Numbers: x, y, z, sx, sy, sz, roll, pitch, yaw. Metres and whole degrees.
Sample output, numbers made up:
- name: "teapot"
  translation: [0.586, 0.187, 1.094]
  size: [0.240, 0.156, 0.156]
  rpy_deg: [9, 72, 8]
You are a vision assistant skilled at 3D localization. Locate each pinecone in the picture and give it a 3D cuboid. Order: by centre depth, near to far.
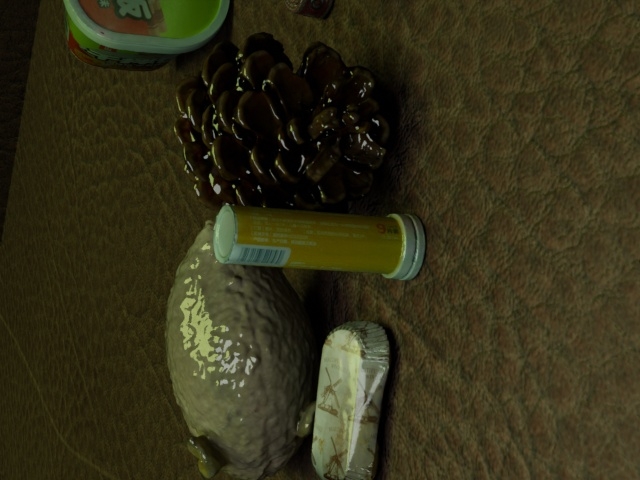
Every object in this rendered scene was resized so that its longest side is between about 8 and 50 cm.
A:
- name: "pinecone"
  translation: [-0.040, -0.111, 1.379]
  size: [0.257, 0.243, 0.244]
  rpy_deg: [30, 116, 41]

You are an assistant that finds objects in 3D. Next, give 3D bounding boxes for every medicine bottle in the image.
- name: "medicine bottle"
  translation: [0.000, 0.000, 1.271]
  size: [0.074, 0.218, 0.074]
  rpy_deg: [-176, 90, -65]

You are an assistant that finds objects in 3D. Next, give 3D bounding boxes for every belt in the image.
- name: "belt"
  translation: [-0.042, -0.361, 1.627]
  size: [0.232, 0.053, 0.071]
  rpy_deg: [51, 128, 54]

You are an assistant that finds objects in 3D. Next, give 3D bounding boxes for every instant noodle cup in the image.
- name: "instant noodle cup"
  translation: [-0.309, -0.413, 2.008]
  size: [0.308, 0.293, 0.294]
  rpy_deg: [164, 108, -72]

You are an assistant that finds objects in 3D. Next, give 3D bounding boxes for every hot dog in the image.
- name: "hot dog"
  translation: [0.035, 0.184, 1.363]
  size: [0.108, 0.059, 0.191]
  rpy_deg: [12, 94, 52]

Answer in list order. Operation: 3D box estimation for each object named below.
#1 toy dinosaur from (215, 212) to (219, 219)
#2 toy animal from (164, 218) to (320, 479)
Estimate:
- name: "toy dinosaur"
  translation: [-0.084, -0.048, 1.652]
  size: [0.294, 0.077, 0.162]
  rpy_deg: [-36, 48, 42]
- name: "toy animal"
  translation: [-0.094, 0.146, 1.478]
  size: [0.226, 0.188, 0.358]
  rpy_deg: [-125, 22, -64]
